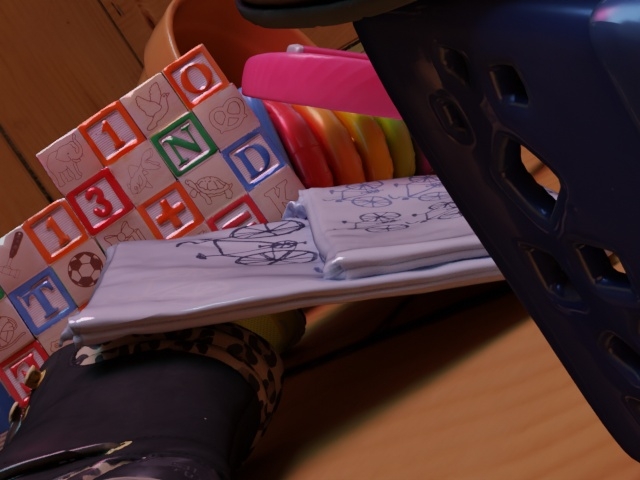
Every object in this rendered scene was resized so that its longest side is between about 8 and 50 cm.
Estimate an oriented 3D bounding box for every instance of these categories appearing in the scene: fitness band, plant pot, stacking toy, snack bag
[{"bbox_3d":[0.076,-0.130,1.240,0.290,0.054,0.209,4,8,-24],"label":"fitness band"},{"bbox_3d":[-0.115,-0.131,1.741,0.203,0.291,0.291,-46,2,32],"label":"plant pot"},{"bbox_3d":[0.051,-0.097,1.408,0.301,0.175,0.166,-24,-4,-21],"label":"stacking toy"},{"bbox_3d":[0.000,0.000,1.010,0.342,0.037,0.323,-9,10,-2],"label":"snack bag"},{"bbox_3d":[0.185,-0.046,0.491,0.236,0.236,0.212,-35,15,-7],"label":"plant pot"}]

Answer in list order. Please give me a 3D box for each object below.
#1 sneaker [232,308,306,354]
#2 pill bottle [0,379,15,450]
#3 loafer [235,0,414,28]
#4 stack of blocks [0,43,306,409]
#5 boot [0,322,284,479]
[{"bbox_3d":[-0.087,0.086,1.135,0.094,0.081,0.208,-41,1,-37],"label":"sneaker"},{"bbox_3d":[-0.307,0.098,1.326,0.124,0.221,0.124,-32,11,7],"label":"pill bottle"},{"bbox_3d":[0.051,-0.135,0.445,0.267,0.084,0.096,-6,38,48],"label":"loafer"},{"bbox_3d":[-0.171,-0.009,1.229,0.297,0.171,0.087,-35,-6,-4],"label":"stack of blocks"},{"bbox_3d":[-0.195,0.178,0.843,0.377,0.138,0.284,-26,13,17],"label":"boot"}]
